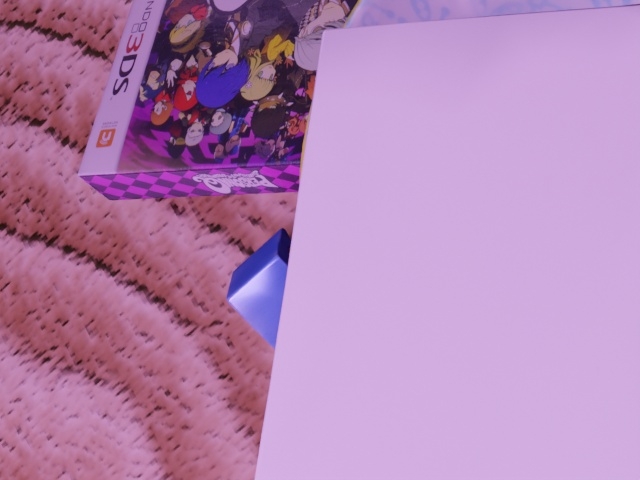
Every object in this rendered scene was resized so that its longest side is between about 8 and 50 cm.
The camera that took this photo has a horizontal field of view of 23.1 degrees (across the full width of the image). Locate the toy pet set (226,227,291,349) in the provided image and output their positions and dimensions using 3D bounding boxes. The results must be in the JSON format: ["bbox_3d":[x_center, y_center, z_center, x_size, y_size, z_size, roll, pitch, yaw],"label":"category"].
[{"bbox_3d":[0.000,0.000,0.914,0.114,0.065,0.122,-41,58,17],"label":"toy pet set"}]

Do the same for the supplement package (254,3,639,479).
[{"bbox_3d":[0.101,0.042,0.556,0.149,0.203,0.194,1,77,36],"label":"supplement package"}]

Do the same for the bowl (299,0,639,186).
[{"bbox_3d":[0.150,-0.029,0.767,0.289,0.156,0.290,-10,72,32],"label":"bowl"}]

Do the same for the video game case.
[{"bbox_3d":[-0.025,-0.128,0.959,0.232,0.042,0.210,-1,64,34],"label":"video game case"}]
